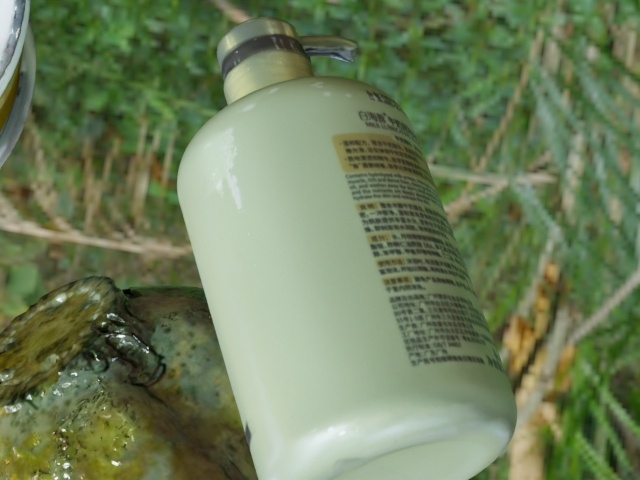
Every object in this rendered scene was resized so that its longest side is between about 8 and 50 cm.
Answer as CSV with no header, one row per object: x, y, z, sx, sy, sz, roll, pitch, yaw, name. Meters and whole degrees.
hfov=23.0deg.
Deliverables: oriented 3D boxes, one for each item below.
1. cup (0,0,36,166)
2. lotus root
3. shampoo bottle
-0.214,-0.093,0.708,0.196,0.196,0.280,11,177,-18,cup
-0.032,0.137,0.642,0.275,0.152,0.160,50,149,-15,lotus root
0.000,0.000,0.488,0.079,0.162,0.079,-15,154,-8,shampoo bottle
